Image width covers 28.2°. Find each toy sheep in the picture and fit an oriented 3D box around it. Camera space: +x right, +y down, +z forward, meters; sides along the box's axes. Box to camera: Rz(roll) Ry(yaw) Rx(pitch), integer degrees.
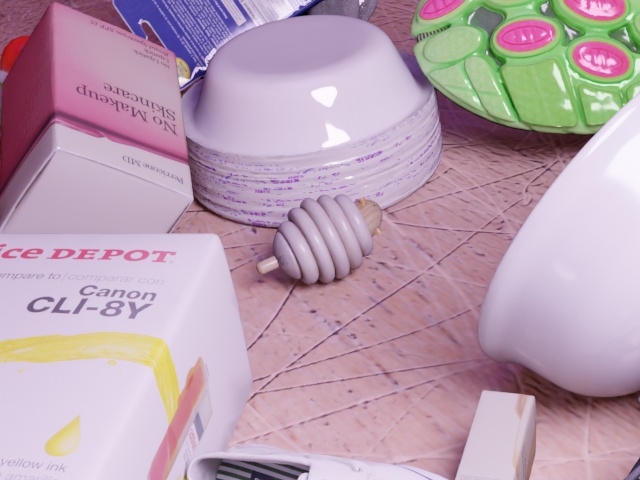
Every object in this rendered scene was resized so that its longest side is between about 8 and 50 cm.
[{"bbox_3d":[0.000,0.000,1.192,0.132,0.091,0.091,-31,35,-10],"label":"toy sheep"}]

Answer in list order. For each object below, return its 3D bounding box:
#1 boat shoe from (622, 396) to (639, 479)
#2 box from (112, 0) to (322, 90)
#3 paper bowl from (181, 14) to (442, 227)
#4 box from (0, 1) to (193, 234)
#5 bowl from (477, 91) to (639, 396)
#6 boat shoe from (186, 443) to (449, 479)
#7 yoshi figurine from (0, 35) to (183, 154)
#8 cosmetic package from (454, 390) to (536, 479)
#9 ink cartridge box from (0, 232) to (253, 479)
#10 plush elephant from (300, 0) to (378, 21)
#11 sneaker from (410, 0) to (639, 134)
[{"bbox_3d":[0.287,0.149,0.806,0.187,0.156,0.500,22,43,38],"label":"boat shoe"},{"bbox_3d":[-0.114,-0.283,1.474,0.225,0.136,0.036,-35,2,-9],"label":"box"},{"bbox_3d":[-0.015,-0.143,1.371,0.284,0.148,0.284,-7,32,4],"label":"paper bowl"},{"bbox_3d":[-0.225,-0.100,1.259,0.149,0.127,0.232,20,37,-30],"label":"box"},{"bbox_3d":[0.266,0.016,0.947,0.298,0.298,0.134,-30,59,-32],"label":"bowl"},{"bbox_3d":[0.005,0.187,0.862,0.226,0.083,0.076,2,-8,36],"label":"boat shoe"},{"bbox_3d":[-0.336,-0.114,1.427,0.362,0.203,0.203,-16,69,-39],"label":"yoshi figurine"},{"bbox_3d":[0.125,0.165,0.907,0.041,0.060,0.115,4,34,18],"label":"cosmetic package"},{"bbox_3d":[-0.239,0.154,0.912,0.279,0.160,0.384,1,32,15],"label":"ink cartridge box"},{"bbox_3d":[-0.060,-0.353,1.631,0.272,0.330,0.255,10,-2,-5],"label":"plush elephant"},{"bbox_3d":[0.334,-0.187,1.340,0.483,0.185,0.202,4,-5,2],"label":"sneaker"}]
